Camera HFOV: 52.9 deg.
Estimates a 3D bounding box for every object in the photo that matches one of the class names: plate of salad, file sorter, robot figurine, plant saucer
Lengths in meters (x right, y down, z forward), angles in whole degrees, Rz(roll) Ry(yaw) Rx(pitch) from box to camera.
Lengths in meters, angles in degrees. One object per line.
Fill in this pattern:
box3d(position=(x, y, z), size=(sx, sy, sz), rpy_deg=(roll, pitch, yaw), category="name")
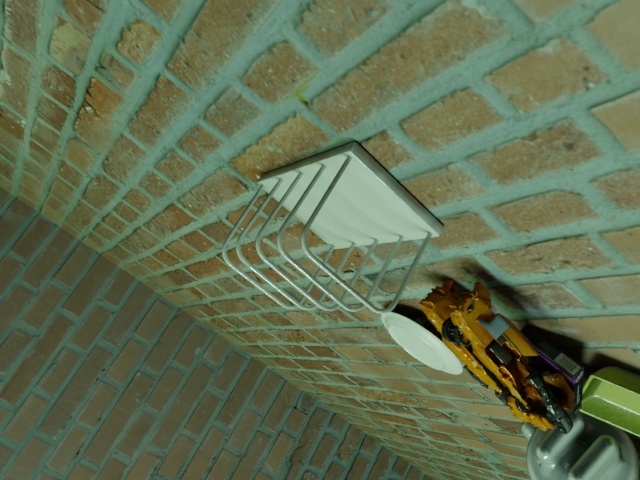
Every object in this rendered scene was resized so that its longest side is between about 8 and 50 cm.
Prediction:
box3d(position=(0.211, 0.204, 1.322), size=(0.200, 0.048, 0.199), rpy_deg=(36, 162, 14), category="plate of salad")
box3d(position=(0.000, 0.000, 0.986), size=(0.193, 0.173, 0.278), rpy_deg=(41, 156, -23), category="file sorter")
box3d(position=(0.530, 0.470, 1.280), size=(0.300, 0.200, 0.353), rpy_deg=(42, 171, 44), category="robot figurine")
box3d(position=(0.296, 0.193, 1.046), size=(0.291, 0.085, 0.211), rpy_deg=(48, 168, -11), category="robot figurine")
box3d(position=(0.532, 0.272, 1.065), size=(0.188, 0.045, 0.188), rpy_deg=(22, 157, 21), category="plant saucer")

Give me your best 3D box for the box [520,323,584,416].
box3d(position=(0.391, 0.224, 1.096), size=(0.116, 0.029, 0.162), rpy_deg=(41, 165, 39), category="box")
